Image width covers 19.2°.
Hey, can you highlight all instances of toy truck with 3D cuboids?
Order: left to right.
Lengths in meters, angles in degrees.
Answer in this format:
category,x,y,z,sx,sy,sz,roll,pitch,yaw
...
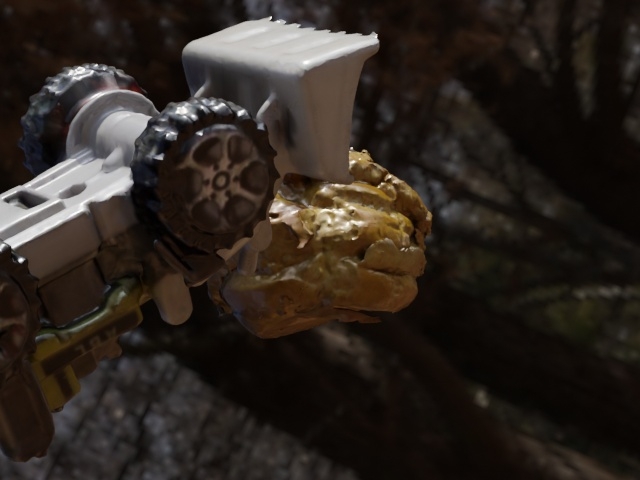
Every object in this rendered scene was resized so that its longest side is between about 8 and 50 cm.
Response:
category,x,y,z,sx,sy,sz,roll,pitch,yaw
toy truck,-0.099,0.002,0.786,0.286,0.136,0.111,-32,-63,-25

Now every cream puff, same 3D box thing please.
category,x,y,z,sx,sy,sz,roll,pitch,yaw
cream puff,0.000,0.000,1.015,0.133,0.119,0.104,-14,-95,-52
